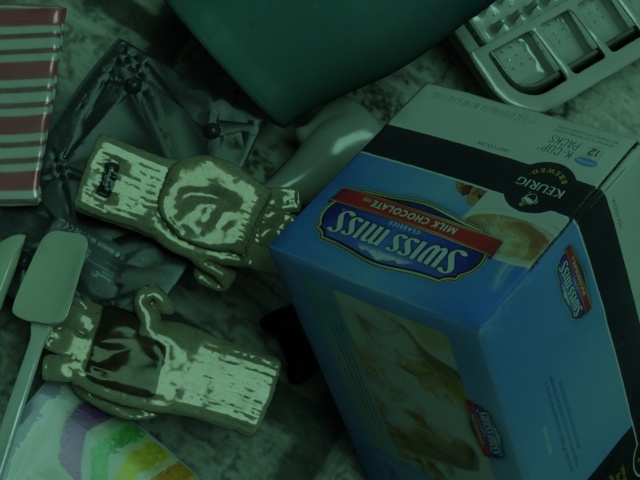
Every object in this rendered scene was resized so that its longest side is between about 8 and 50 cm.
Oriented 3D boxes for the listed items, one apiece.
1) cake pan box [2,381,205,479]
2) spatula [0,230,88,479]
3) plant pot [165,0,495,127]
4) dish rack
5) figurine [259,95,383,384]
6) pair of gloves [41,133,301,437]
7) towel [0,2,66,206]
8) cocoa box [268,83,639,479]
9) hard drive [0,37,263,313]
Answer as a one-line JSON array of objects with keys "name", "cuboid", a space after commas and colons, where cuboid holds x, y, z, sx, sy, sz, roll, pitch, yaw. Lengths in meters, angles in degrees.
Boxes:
[{"name": "cake pan box", "cuboid": [-0.214, 0.279, 1.371, 0.246, 0.070, 0.267, 41, 64, -1]}, {"name": "spatula", "cuboid": [-0.293, 0.100, 1.361, 0.168, 0.019, 0.242, 7, 69, 25]}, {"name": "plant pot", "cuboid": [-0.003, -0.253, 1.505, 0.255, 0.271, 0.271, -41, 90, 5]}, {"name": "dish rack", "cuboid": [0.208, -0.305, 1.713, 0.285, 0.072, 0.333, -31, 85, -25]}, {"name": "figurine", "cuboid": [0.000, 0.000, 1.533, 0.209, 0.092, 0.215, -33, 85, -22]}, {"name": "pair of gloves", "cuboid": [-0.127, 0.041, 1.404, 0.204, 0.042, 0.240, 11, 76, -5]}, {"name": "towel", "cuboid": [-0.305, -0.120, 1.454, 0.144, 0.029, 0.197, 0, 72, 14]}, {"name": "cocoa box", "cuboid": [0.150, 0.084, 1.388, 0.228, 0.231, 0.347, -46, 136, -26]}, {"name": "hard drive", "cuboid": [-0.181, -0.036, 1.459, 0.172, 0.054, 0.254, 30, 77, 2]}]
